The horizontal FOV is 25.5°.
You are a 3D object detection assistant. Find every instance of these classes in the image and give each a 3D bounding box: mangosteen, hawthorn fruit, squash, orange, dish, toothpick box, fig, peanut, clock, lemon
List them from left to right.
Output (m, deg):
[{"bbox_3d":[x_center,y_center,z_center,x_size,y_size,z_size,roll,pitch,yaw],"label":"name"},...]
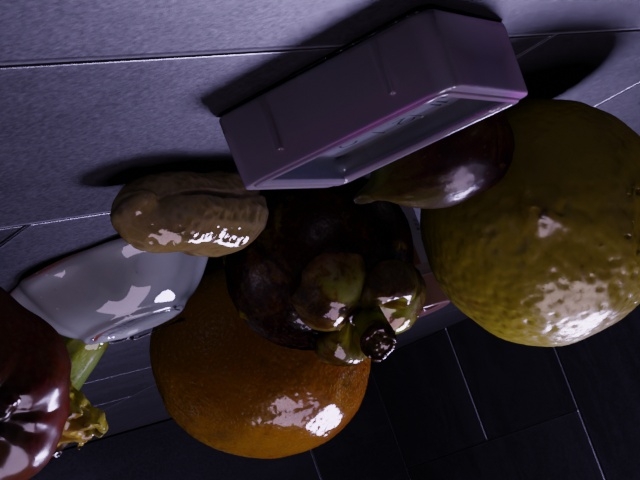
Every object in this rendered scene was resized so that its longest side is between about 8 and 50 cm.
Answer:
[{"bbox_3d":[-0.336,0.128,1.269,0.208,0.208,0.248,-16,-167,-23],"label":"hawthorn fruit"},{"bbox_3d":[-0.288,0.116,1.657,0.075,0.090,0.200,21,141,-15],"label":"squash"},{"bbox_3d":[-0.201,0.058,1.451,0.229,0.081,0.229,-19,171,-3],"label":"dish"},{"bbox_3d":[-0.112,-0.022,1.201,0.080,0.080,0.174,-25,166,31],"label":"peanut"},{"bbox_3d":[-0.075,0.138,1.682,0.264,0.264,0.264,-19,171,-3],"label":"orange"},{"bbox_3d":[0.014,0.041,1.384,0.192,0.217,0.192,-21,144,-16],"label":"mangosteen"},{"bbox_3d":[0.041,-0.102,1.080,0.197,0.063,0.150,-25,170,29],"label":"clock"},{"bbox_3d":[0.073,0.016,1.567,0.098,0.149,0.098,-20,170,-4],"label":"toothpick box"},{"bbox_3d":[0.095,-0.071,1.253,0.154,0.103,0.109,-34,143,29],"label":"fig"},{"bbox_3d":[0.221,-0.018,1.384,0.267,0.267,0.267,-19,171,-3],"label":"lemon"}]

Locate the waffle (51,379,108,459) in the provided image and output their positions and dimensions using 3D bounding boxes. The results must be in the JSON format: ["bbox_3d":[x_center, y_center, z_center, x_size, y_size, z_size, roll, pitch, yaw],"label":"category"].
[{"bbox_3d":[-0.416,0.204,1.646,0.307,0.060,0.312,22,147,-37],"label":"waffle"}]
